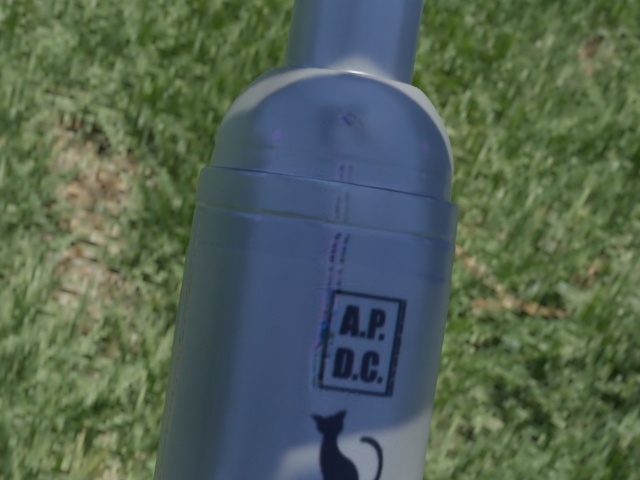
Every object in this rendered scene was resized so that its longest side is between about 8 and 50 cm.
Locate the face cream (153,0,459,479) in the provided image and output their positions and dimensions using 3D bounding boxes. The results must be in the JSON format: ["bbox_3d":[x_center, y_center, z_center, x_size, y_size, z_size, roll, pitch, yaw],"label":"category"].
[{"bbox_3d":[0.000,0.000,0.907,0.145,0.369,0.145,8,1,0],"label":"face cream"}]
